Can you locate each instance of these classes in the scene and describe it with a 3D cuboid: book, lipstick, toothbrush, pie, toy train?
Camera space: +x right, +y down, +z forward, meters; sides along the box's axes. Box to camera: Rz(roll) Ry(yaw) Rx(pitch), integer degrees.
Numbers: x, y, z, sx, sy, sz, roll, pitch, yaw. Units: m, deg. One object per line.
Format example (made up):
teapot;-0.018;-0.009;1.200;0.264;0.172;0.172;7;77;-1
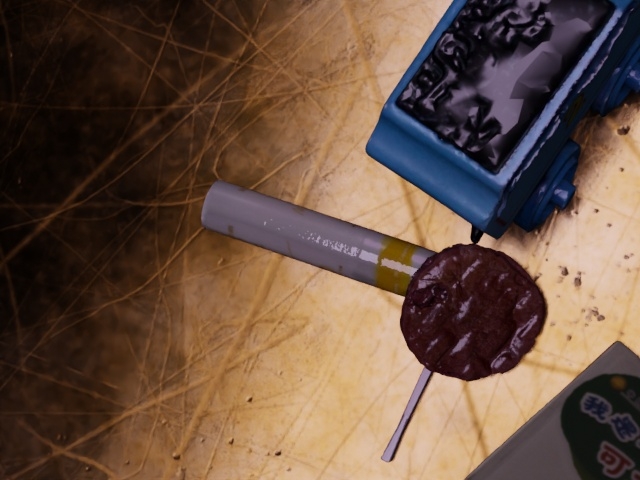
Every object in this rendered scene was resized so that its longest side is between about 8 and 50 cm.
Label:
book;0.251;0.298;1.346;0.371;0.043;0.260;-39;74;-21
lipstick;0.000;0.000;1.513;0.264;0.059;0.059;18;90;15
toothbrush;0.111;0.145;1.496;0.017;0.014;0.194;28;92;14
pie;0.153;0.074;1.451;0.154;0.038;0.153;-4;105;-14
toy train;0.190;-0.148;1.372;0.188;0.265;0.300;34;95;15
